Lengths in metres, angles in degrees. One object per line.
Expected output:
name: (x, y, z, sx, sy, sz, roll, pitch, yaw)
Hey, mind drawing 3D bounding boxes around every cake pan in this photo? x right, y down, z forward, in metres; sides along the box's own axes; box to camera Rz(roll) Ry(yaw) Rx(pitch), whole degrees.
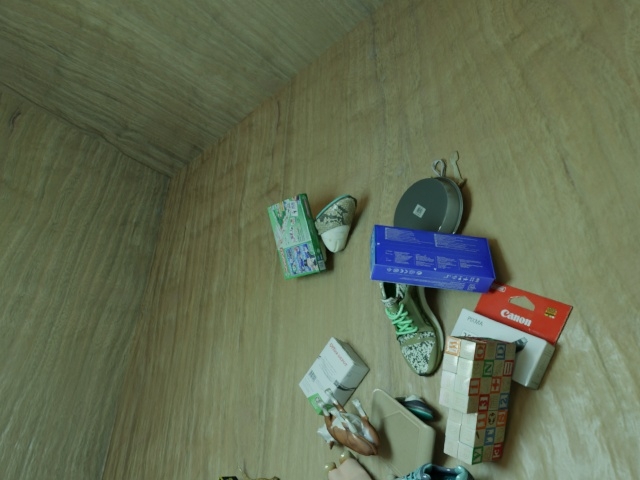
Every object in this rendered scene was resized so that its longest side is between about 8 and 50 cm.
cake pan: (0.358, -0.089, 1.768, 0.293, 0.054, 0.293, -31, 49, 45)

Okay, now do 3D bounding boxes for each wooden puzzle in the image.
wooden puzzle: (0.231, 0.570, 1.474, 0.239, 0.044, 0.220, 24, 115, 51)

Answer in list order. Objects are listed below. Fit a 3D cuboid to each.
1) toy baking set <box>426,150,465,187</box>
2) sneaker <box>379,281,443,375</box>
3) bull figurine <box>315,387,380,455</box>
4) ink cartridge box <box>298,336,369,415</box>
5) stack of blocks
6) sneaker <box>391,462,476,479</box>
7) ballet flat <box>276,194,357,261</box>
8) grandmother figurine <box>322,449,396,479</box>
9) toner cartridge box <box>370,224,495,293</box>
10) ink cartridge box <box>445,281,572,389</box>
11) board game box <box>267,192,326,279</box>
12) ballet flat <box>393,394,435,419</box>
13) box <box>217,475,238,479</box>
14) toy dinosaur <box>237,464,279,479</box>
toy baking set: (0.420, -0.199, 1.823, 0.256, 0.030, 0.196, -51, 38, 14)
sneaker: (0.245, 0.217, 1.580, 0.158, 0.182, 0.410, -27, 69, 40)
bull figurine: (0.070, 0.565, 1.575, 0.101, 0.188, 0.310, -32, 8, -30)
ink cartridge box: (0.045, 0.472, 1.776, 0.219, 0.093, 0.160, -55, 37, 8)
stack of blocks: (0.388, 0.396, 1.290, 0.087, 0.171, 0.297, 5, 87, 54)
sneaker: (0.262, 0.624, 1.319, 0.283, 0.122, 0.110, -17, 25, 21)
ballet flat: (0.000, 0.000, 2.120, 0.483, 0.164, 0.182, -34, 65, 40)
grandmother figurine: (0.135, 0.739, 1.450, 0.208, 0.104, 0.342, -38, 26, -10)
toner cartridge box: (0.324, 0.053, 1.517, 0.075, 0.348, 0.165, 99, 178, -46)
ink cartridge box: (0.508, 0.240, 1.407, 0.275, 0.060, 0.238, 20, 84, 54)
board game box: (-0.101, -0.012, 2.084, 0.214, 0.046, 0.317, -16, 87, 46)
ballet flat: (0.259, 0.494, 1.529, 0.203, 0.074, 0.074, -25, 49, 47)
box: (-0.306, 1.038, 1.799, 0.322, 0.079, 0.257, 29, 99, 54)
toy dinosaur: (-0.230, 0.891, 1.870, 0.212, 0.064, 0.112, -12, 45, 34)
